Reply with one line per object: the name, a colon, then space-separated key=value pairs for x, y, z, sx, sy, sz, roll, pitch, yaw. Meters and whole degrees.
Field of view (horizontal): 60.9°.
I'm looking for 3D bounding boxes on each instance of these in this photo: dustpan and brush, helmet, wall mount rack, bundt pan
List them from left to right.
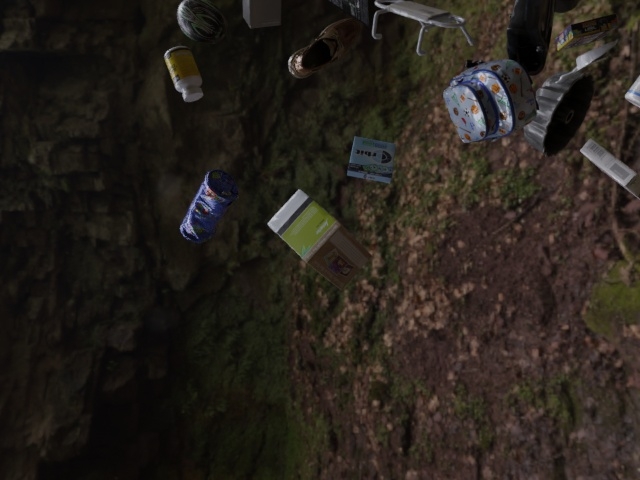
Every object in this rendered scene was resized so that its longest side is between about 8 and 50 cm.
helmet: x=-0.445 y=-0.817 z=2.018 sx=0.162 sy=0.170 sz=0.169 roll=3 pitch=-95 yaw=-60
wall mount rack: x=0.351 y=-0.716 z=1.819 sx=0.304 sy=0.350 sz=0.130 roll=-26 pitch=-44 yaw=-34
bundt pan: x=0.880 y=-0.486 z=2.042 sx=0.331 sy=0.124 sz=0.330 roll=-31 pitch=-40 yaw=-30
dustpan and brush: x=0.907 y=-0.607 z=1.869 sx=0.147 sy=0.211 sz=0.060 roll=-30 pitch=-80 yaw=-74

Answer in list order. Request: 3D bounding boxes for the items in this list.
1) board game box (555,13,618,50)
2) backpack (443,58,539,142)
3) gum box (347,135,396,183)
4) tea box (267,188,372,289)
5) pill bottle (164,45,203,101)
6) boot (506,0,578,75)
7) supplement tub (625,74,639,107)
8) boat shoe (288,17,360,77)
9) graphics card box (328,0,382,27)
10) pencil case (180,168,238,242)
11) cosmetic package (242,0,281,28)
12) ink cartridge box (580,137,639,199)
board game box: x=0.881 y=-0.691 z=1.810 sx=0.170 sy=0.141 sz=0.048 roll=-37 pitch=-64 yaw=-81
backpack: x=0.531 y=-0.433 z=1.693 sx=0.276 sy=0.213 sz=0.263 roll=59 pitch=161 yaw=-13
gum box: x=0.186 y=-0.294 z=1.969 sx=0.041 sy=0.157 sz=0.184 roll=100 pitch=-178 yaw=-48
tea box: x=0.000 y=0.000 z=2.400 sx=0.323 sy=0.220 sz=0.329 roll=43 pitch=-179 yaw=38
pill bottle: x=-0.500 y=-0.613 z=2.013 sx=0.103 sy=0.103 sz=0.184 roll=-8 pitch=-104 yaw=-76
boot: x=0.708 y=-0.710 z=1.713 sx=0.367 sy=0.146 sz=0.444 roll=34 pitch=-119 yaw=-42
supplement tub: x=0.745 y=-0.351 z=1.217 sx=0.107 sy=0.071 sz=0.071 roll=-59 pitch=-3 yaw=20
boat shoe: x=0.031 y=-0.708 z=2.003 sx=0.123 sy=0.324 sz=0.116 roll=52 pitch=168 yaw=-23
graphics card box: x=0.103 y=-1.097 z=2.313 sx=0.094 sy=0.371 sz=0.232 roll=-41 pitch=-25 yaw=-13
pencil case: x=-0.392 y=-0.115 z=1.933 sx=0.306 sy=0.133 sz=0.119 roll=-50 pitch=14 yaw=41
cosmetic package: x=-0.210 y=-0.893 z=1.943 sx=0.237 sy=0.127 sz=0.107 roll=92 pitch=157 yaw=-47
ink cartridge box: x=0.905 y=-0.210 z=1.657 sx=0.225 sy=0.056 sz=0.181 roll=12 pitch=-146 yaw=-45
